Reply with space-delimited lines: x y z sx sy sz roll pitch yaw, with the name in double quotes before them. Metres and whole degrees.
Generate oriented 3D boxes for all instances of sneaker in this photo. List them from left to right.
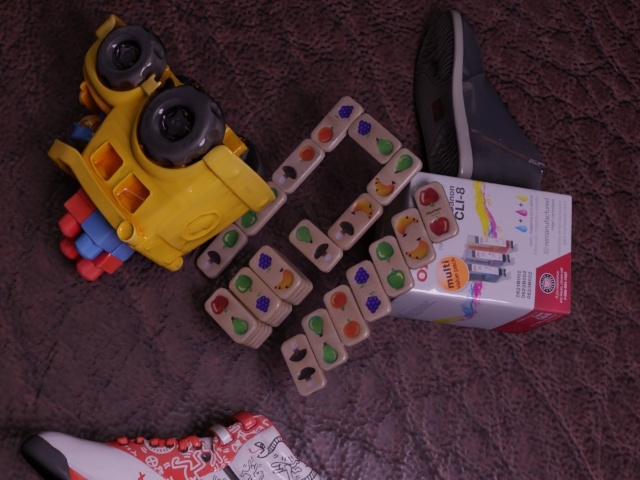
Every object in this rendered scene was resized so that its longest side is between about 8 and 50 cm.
"sneaker" -0.131 0.210 0.942 0.270 0.090 0.145 31 66 -4
"sneaker" 0.177 -0.145 1.120 0.118 0.083 0.222 8 70 -28

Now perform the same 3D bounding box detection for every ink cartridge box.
"ink cartridge box" 0.151 0.016 1.036 0.176 0.127 0.128 8 75 -11

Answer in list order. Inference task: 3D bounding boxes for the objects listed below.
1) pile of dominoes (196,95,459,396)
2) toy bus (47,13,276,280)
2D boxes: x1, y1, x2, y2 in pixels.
"pile of dominoes" 0.000 0.000 0.970 0.251 0.040 0.196 -48 64 3
"toy bus" -0.185 -0.074 0.975 0.211 0.149 0.220 -41 67 3
